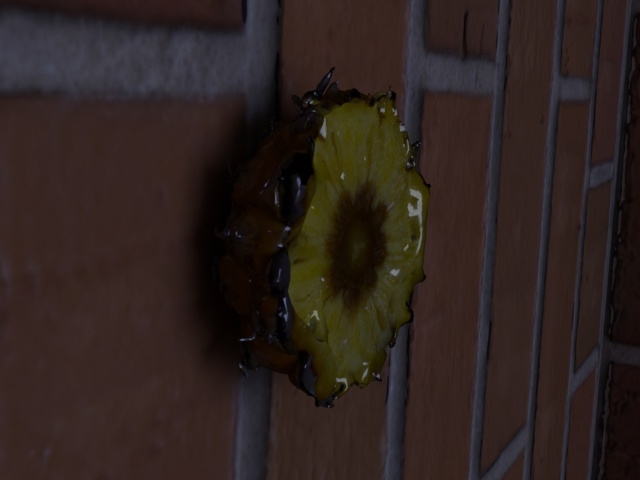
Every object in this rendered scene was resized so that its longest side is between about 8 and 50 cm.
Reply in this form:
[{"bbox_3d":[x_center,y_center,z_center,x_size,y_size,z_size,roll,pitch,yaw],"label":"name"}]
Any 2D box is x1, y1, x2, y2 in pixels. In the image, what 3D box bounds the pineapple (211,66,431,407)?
[{"bbox_3d":[0.000,0.000,0.638,0.225,0.076,0.224,-18,111,-60],"label":"pineapple"}]
